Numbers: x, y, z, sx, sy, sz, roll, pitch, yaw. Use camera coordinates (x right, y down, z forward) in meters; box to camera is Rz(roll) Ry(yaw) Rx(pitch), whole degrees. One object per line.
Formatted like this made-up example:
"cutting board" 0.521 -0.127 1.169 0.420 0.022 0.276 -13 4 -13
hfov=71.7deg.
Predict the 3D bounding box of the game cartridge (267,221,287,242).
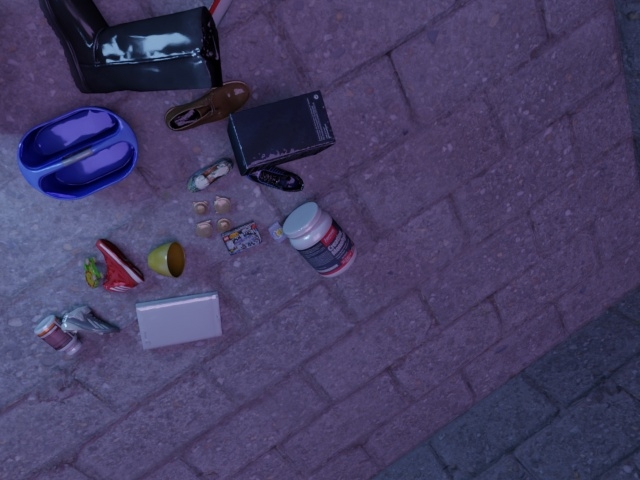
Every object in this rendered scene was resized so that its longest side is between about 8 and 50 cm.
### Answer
"game cartridge" -0.171 -0.030 1.775 0.056 0.017 0.083 -37 119 3

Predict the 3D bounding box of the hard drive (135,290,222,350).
"hard drive" -0.558 0.320 1.771 0.308 0.040 0.202 -8 115 -18

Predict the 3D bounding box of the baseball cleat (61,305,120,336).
"baseball cleat" -0.841 0.299 1.641 0.206 0.072 0.109 18 68 -48

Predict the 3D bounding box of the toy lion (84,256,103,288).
"toy lion" -0.814 0.118 1.574 0.034 0.096 0.100 -21 85 -50

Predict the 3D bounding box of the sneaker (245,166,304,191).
"sneaker" -0.169 -0.234 1.644 0.233 0.090 0.081 9 109 -24

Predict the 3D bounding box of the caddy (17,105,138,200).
"caddy" -0.738 -0.272 1.370 0.342 0.179 0.241 -27 118 -7

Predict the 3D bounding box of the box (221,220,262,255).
"box" -0.305 -0.008 1.724 0.137 0.027 0.093 -25 124 -9

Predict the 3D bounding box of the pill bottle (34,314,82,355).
"pill bottle" -0.950 0.349 1.613 0.086 0.086 0.152 -35 119 -3

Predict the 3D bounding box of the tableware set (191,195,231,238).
"tableware set" -0.403 -0.087 1.663 0.141 0.020 0.168 -7 116 -17

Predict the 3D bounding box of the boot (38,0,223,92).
"boot" -0.509 -0.586 1.211 0.446 0.146 0.366 5 128 18

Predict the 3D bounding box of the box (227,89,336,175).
"box" -0.143 -0.346 1.469 0.294 0.296 0.182 -20 98 -12

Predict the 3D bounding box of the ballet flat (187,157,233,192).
"ballet flat" -0.393 -0.231 1.579 0.188 0.070 0.070 -37 120 -2

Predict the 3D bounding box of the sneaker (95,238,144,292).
"sneaker" -0.749 0.105 1.581 0.128 0.087 0.221 -37 118 -5

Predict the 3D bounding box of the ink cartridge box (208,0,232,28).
"ink cartridge box" -0.294 -0.703 1.318 0.056 0.224 0.181 29 101 -27

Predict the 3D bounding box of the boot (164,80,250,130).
"boot" -0.366 -0.437 1.472 0.305 0.115 0.112 -27 117 -8

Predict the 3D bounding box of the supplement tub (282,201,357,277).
"supplement tub" 0.000 0.000 1.750 0.191 0.191 0.272 -42 120 1

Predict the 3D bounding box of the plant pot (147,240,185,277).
"plant pot" -0.570 0.072 1.621 0.095 0.134 0.134 -2 116 11
